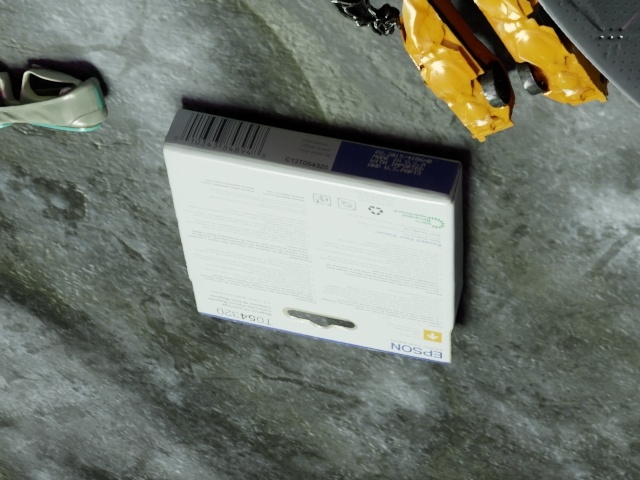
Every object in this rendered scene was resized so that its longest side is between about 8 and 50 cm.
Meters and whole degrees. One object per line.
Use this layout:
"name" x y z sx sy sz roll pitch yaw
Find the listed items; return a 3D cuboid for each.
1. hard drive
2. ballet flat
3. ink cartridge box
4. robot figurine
"hard drive" 0.287 -0.225 1.533 0.172 0.054 0.254 -38 123 19
"ballet flat" -0.334 -0.159 1.988 0.213 0.072 0.068 2 114 23
"ink cartridge box" 0.000 0.000 2.026 0.324 0.071 0.330 11 148 11
"robot figurine" 0.136 -0.218 1.633 0.211 0.085 0.291 -17 132 29
